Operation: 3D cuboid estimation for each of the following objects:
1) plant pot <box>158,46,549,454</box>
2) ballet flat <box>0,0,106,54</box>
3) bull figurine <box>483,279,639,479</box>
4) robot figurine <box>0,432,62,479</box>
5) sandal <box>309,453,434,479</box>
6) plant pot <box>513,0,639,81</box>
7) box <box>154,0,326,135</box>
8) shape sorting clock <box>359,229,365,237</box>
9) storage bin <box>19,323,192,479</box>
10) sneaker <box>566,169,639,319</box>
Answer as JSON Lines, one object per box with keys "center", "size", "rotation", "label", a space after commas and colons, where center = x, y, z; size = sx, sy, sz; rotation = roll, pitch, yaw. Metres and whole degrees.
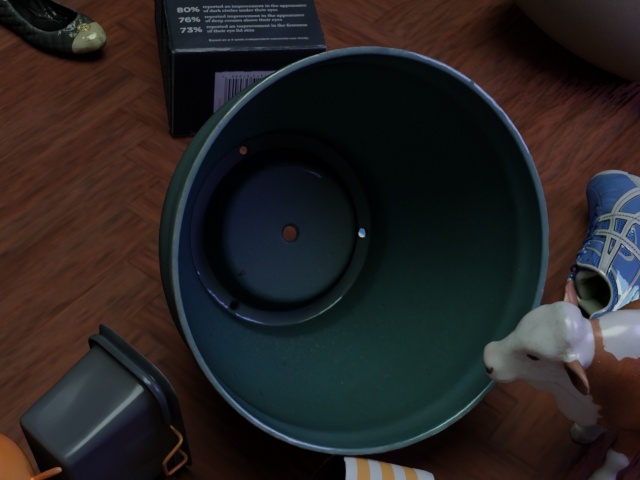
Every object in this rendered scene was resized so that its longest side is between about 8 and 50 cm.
{"center": [0.000, 0.000, 0.990], "size": [0.293, 0.293, 0.196], "rotation": [-14, 11, -20], "label": "plant pot"}
{"center": [-0.298, -0.241, 1.332], "size": [0.173, 0.049, 0.057], "rotation": [28, 49, 19], "label": "ballet flat"}
{"center": [0.264, 0.096, 0.972], "size": [0.310, 0.188, 0.101], "rotation": [-14, 48, -20], "label": "bull figurine"}
{"center": [-0.287, 0.178, 0.858], "size": [0.219, 0.128, 0.158], "rotation": [8, 47, 3], "label": "robot figurine"}
{"center": [0.001, 0.201, 0.912], "size": [0.265, 0.076, 0.102], "rotation": [3, 45, -5], "label": "sandal"}
{"center": [0.347, -0.281, 1.335], "size": [0.284, 0.284, 0.191], "rotation": [-28, 89, -31], "label": "plant pot"}
{"center": [-0.087, -0.213, 1.291], "size": [0.153, 0.108, 0.207], "rotation": [-3, 45, -10], "label": "box"}
{"center": [0.097, -0.057, 1.207], "size": [0.206, 0.040, 0.206], "rotation": [4, 45, -4], "label": "shape sorting clock"}
{"center": [-0.154, 0.146, 0.918], "size": [0.098, 0.135, 0.091], "rotation": [37, 63, 25], "label": "storage bin"}
{"center": [0.263, 0.012, 1.133], "size": [0.081, 0.080, 0.211], "rotation": [5, 44, -7], "label": "sneaker"}
